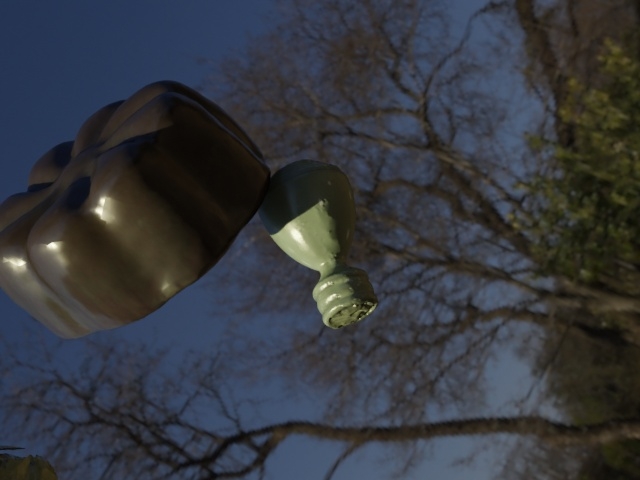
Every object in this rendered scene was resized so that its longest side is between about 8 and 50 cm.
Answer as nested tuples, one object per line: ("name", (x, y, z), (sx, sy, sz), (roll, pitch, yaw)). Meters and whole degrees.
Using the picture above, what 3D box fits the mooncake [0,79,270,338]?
("mooncake", (-0.210, -0.037, 1.117), (0.154, 0.306, 0.306), (47, -115, -25))

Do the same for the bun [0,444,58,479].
("bun", (-0.328, 0.321, 1.036), (0.141, 0.239, 0.239), (-26, 14, 48))

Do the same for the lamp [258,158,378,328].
("lamp", (0.000, 0.000, 1.119), (0.106, 0.193, 0.106), (-17, -24, -8))
